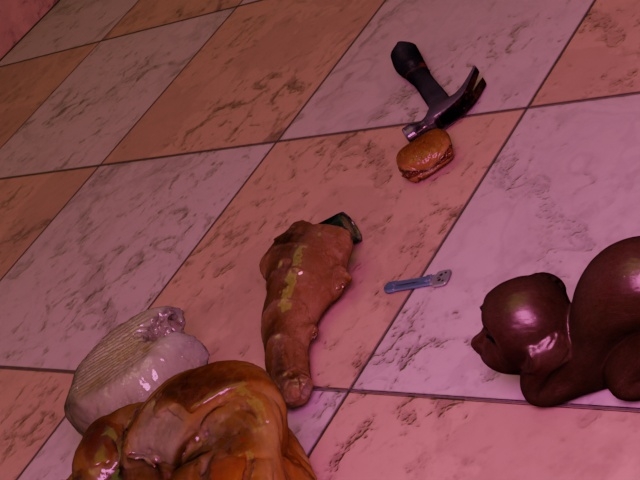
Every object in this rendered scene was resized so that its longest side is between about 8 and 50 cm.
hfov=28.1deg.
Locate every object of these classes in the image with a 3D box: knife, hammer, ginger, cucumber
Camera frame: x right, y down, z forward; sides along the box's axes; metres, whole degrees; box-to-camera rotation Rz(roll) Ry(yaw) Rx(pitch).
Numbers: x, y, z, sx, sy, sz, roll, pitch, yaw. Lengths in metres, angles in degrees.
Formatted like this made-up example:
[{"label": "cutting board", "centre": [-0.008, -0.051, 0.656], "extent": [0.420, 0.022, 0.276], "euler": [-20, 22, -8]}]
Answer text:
[{"label": "knife", "centre": [0.115, 0.050, 1.545], "extent": [0.096, 0.010, 0.027], "euler": [-13, 36, 37]}, {"label": "hammer", "centre": [0.158, -0.241, 1.907], "extent": [0.137, 0.037, 0.290], "euler": [-32, 29, 8]}, {"label": "ginger", "centre": [-0.021, 0.090, 1.572], "extent": [0.131, 0.086, 0.294], "euler": [-15, 42, 17]}, {"label": "cucumber", "centre": [0.000, 0.000, 1.706], "extent": [0.105, 0.048, 0.048], "euler": [-25, 30, 20]}]

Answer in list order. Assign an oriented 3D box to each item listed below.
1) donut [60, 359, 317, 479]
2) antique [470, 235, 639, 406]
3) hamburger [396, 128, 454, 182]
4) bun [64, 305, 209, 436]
[{"label": "donut", "centre": [-0.160, 0.289, 1.325], "extent": [0.360, 0.170, 0.360], "euler": [-26, 32, 18]}, {"label": "antique", "centre": [0.264, 0.074, 1.213], "extent": [0.257, 0.143, 0.121], "euler": [-13, 37, 40]}, {"label": "hamburger", "centre": [0.142, -0.115, 1.731], "extent": [0.083, 0.044, 0.076], "euler": [-31, 29, 5]}, {"label": "bun", "centre": [-0.212, 0.178, 1.590], "extent": [0.203, 0.126, 0.212], "euler": [-24, 23, 22]}]
